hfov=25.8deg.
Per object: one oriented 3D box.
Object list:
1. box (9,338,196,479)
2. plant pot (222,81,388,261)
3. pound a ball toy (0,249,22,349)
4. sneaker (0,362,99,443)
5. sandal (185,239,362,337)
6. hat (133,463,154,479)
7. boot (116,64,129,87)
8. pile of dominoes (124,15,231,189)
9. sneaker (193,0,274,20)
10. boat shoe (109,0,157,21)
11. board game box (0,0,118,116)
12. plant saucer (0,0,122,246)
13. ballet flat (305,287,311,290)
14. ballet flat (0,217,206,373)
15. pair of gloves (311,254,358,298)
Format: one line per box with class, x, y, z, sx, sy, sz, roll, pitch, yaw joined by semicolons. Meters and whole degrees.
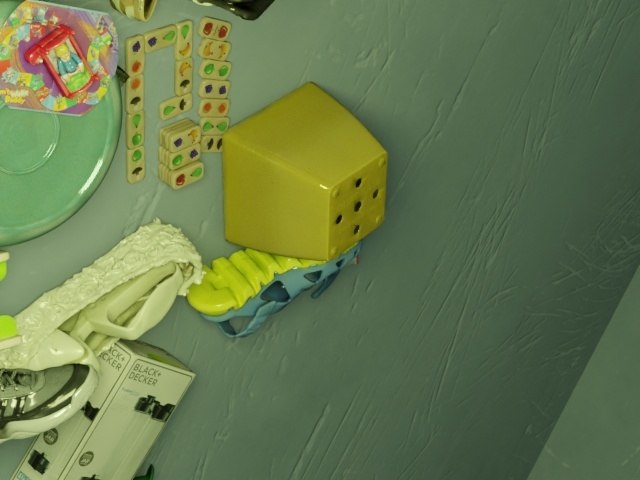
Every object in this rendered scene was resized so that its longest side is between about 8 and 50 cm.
box;-0.339;0.293;2.177;0.290;0.087;0.169;-59;146;1
plant pot;-0.012;-0.088;2.183;0.212;0.187;0.212;-35;141;-38
pound a ball toy;-0.514;0.052;1.763;0.319;0.136;0.208;-16;102;-45
sneaker;-0.444;0.192;1.879;0.269;0.101;0.153;-19;119;3
sandal;-0.072;0.058;2.292;0.317;0.126;0.138;-26;140;-16
hat;-0.386;0.440;2.287;0.208;0.184;0.173;-85;-166;-56
boot;-0.374;-0.187;1.776;0.246;0.083;0.161;11;110;-45
pile of dominoes;-0.193;-0.198;2.018;0.196;0.040;0.251;-27;136;-37
sneaker;-0.218;-0.351;1.617;0.448;0.257;0.169;-8;111;-33
boat shoe;-0.212;-0.377;1.823;0.068;0.072;0.190;-6;121;-49
board game box;-0.307;-0.212;1.668;0.169;0.033;0.133;4;107;-41
plant saucer;-0.371;-0.134;1.704;0.318;0.044;0.317;-19;122;-34
ballet flat;-0.053;0.082;2.416;0.114;0.041;0.041;-18;129;-42
ballet flat;-0.331;0.120;2.014;0.409;0.147;0.147;-42;143;-21
pair of gloves;0.000;0.000;2.398;0.159;0.023;0.198;-22;118;-35
